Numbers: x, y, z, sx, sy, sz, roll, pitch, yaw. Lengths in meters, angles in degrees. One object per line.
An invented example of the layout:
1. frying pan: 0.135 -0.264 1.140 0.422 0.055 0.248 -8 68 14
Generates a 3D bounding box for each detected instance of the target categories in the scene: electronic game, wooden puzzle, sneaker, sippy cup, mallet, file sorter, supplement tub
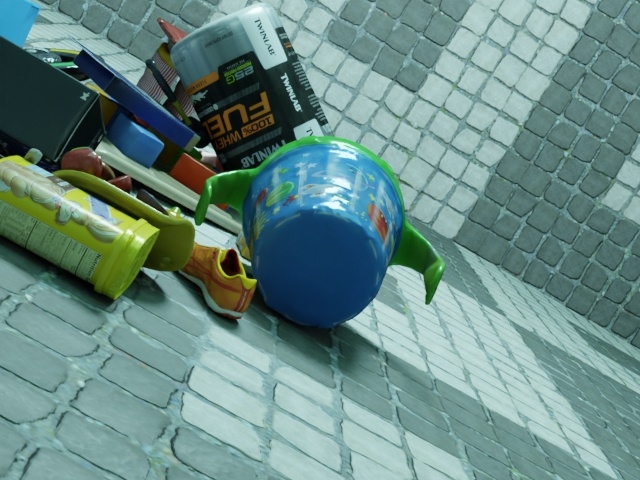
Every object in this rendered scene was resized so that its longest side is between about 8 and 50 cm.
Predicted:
1. electronic game: -0.466 -0.291 1.871 0.229 0.048 0.229 4 16 -1
2. wooden puzzle: -0.278 -0.148 1.843 0.348 0.080 0.322 24 11 -37
3. sneaker: -0.125 0.031 1.377 0.064 0.067 0.175 20 11 -43
4. sippy cup: 0.000 0.000 1.537 0.224 0.305 0.240 -82 157 -70
5. mallet: -0.234 -0.222 1.899 0.062 0.039 0.190 46 -9 36
6. file sorter: -0.618 -0.413 2.097 0.104 0.118 0.170 31 8 21
7. supplement tub: -0.100 -0.213 1.904 0.316 0.193 0.193 64 7 -5

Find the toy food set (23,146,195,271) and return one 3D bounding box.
1. toy food set: -0.230 -0.052 1.275 0.218 0.071 0.128 30 -32 -9

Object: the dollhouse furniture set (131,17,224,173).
1. dollhouse furniture set: -0.242 -0.241 2.161 0.152 0.201 0.374 25 17 -36

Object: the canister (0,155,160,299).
1. canister: -0.260 -0.017 1.173 0.170 0.073 0.126 29 8 -3

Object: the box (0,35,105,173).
1. box: -0.396 -0.177 1.374 0.261 0.103 0.184 30 -14 -2

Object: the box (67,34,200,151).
1. box: -0.298 -0.228 1.790 0.225 0.036 0.136 38 2 -41

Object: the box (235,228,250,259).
1. box: -0.060 0.032 1.735 0.136 0.028 0.081 30 8 -17
